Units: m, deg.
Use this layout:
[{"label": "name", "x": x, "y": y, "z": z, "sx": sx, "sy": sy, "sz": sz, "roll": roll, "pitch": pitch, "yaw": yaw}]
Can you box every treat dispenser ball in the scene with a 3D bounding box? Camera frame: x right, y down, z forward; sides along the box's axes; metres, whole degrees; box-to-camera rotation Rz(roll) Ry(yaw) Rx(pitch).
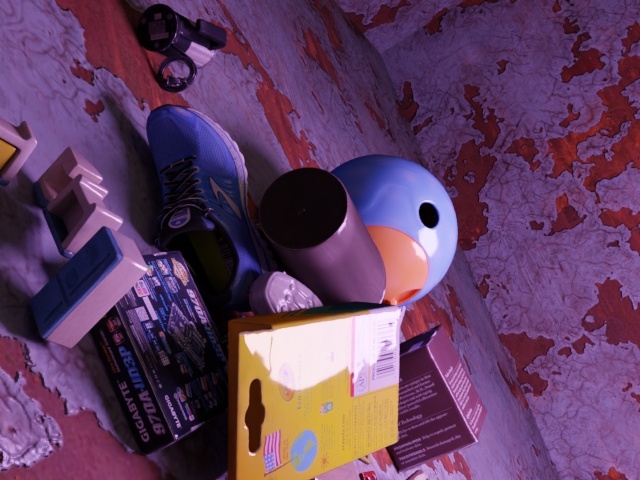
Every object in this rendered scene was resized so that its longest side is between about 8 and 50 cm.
[{"label": "treat dispenser ball", "x": 0.108, "y": -0.015, "z": 1.323, "sx": 0.288, "sy": 0.288, "sz": 0.288, "roll": 49, "pitch": 23, "yaw": -30}]

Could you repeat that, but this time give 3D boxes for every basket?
[{"label": "basket", "x": 0.000, "y": 0.000, "z": 1.062, "sx": 0.204, "sy": 0.154, "sz": 0.227, "roll": 63, "pitch": 0, "yaw": 29}]

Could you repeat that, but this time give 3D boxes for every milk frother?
[{"label": "milk frother", "x": -0.246, "y": -0.332, "z": 1.283, "sx": 0.134, "sy": 0.129, "sz": 0.143, "roll": 2, "pitch": 104, "yaw": -66}]

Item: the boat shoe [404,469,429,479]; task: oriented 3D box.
[{"label": "boat shoe", "x": 0.140, "y": 0.445, "z": 1.135, "sx": 0.095, "sy": 0.095, "sz": 0.257, "roll": 49, "pitch": 14, "yaw": 17}]

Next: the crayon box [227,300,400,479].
[{"label": "crayon box", "x": -0.017, "y": 0.192, "z": 0.920, "sx": 0.318, "sy": 0.081, "sz": 0.202, "roll": 0, "pitch": 92, "yaw": -51}]

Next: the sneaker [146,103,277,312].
[{"label": "sneaker", "x": -0.170, "y": -0.051, "z": 1.023, "sx": 0.330, "sy": 0.129, "sz": 0.147, "roll": 65, "pitch": 18, "yaw": 8}]

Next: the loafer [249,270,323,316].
[{"label": "loafer", "x": -0.028, "y": 0.171, "z": 1.066, "sx": 0.319, "sy": 0.111, "sz": 0.112, "roll": 60, "pitch": 38, "yaw": -33}]

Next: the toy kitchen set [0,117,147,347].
[{"label": "toy kitchen set", "x": -0.306, "y": -0.022, "z": 0.730, "sx": 0.166, "sy": 0.122, "sz": 0.207, "roll": 36, "pitch": 12, "yaw": -49}]

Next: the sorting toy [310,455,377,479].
[{"label": "sorting toy", "x": 0.007, "y": 0.343, "z": 1.048, "sx": 0.274, "sy": 0.046, "sz": 0.132, "roll": 18, "pitch": 47, "yaw": -61}]

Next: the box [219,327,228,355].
[{"label": "box", "x": -0.102, "y": 0.145, "z": 0.968, "sx": 0.062, "sy": 0.083, "sz": 0.052, "roll": -44, "pitch": 108, "yaw": -28}]

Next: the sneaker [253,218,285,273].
[{"label": "sneaker", "x": -0.085, "y": -0.012, "z": 1.246, "sx": 0.106, "sy": 0.078, "sz": 0.234, "roll": 46, "pitch": 27, "yaw": -41}]

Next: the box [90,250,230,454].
[{"label": "box", "x": -0.189, "y": 0.123, "z": 0.859, "sx": 0.220, "sy": 0.051, "sz": 0.175, "roll": 64, "pitch": 20, "yaw": 6}]

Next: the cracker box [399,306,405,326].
[{"label": "cracker box", "x": 0.092, "y": 0.097, "z": 1.544, "sx": 0.232, "sy": 0.067, "sz": 0.156, "roll": 57, "pitch": 21, "yaw": -8}]

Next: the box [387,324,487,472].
[{"label": "box", "x": 0.197, "y": 0.302, "z": 1.382, "sx": 0.203, "sy": 0.167, "sz": 0.168, "roll": 63, "pitch": 21, "yaw": 4}]
